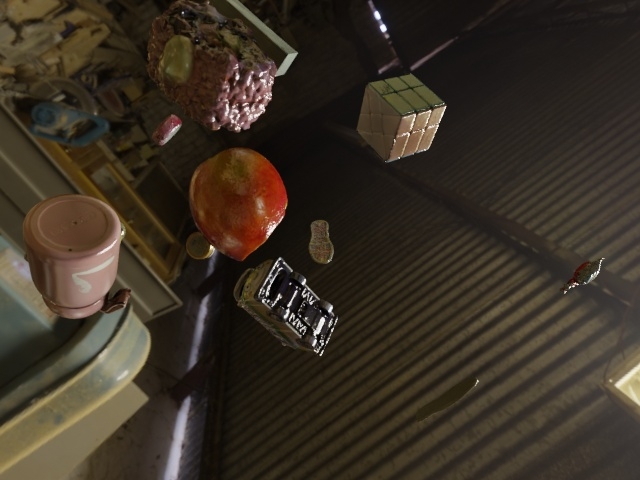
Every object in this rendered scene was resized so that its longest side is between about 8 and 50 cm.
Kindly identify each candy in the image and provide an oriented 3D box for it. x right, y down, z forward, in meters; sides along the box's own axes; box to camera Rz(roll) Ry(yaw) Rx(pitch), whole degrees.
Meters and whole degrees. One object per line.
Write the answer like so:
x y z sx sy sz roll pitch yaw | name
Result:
-0.468 -0.337 1.367 0.103 0.043 0.103 -45 -163 18 | candy

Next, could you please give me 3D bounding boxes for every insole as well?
0.000 0.000 1.216 0.065 0.006 0.193 -5 -142 1 | insole
0.320 0.406 1.141 0.192 0.010 0.063 -41 -177 18 | insole

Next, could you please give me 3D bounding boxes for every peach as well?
-0.289 -0.134 1.578 0.306 0.380 0.242 -27 180 -39 | peach

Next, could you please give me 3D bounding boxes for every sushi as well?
-0.223 -0.357 0.921 0.237 0.270 0.170 -20 153 -48 | sushi

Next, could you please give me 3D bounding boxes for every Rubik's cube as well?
0.300 -0.472 1.722 0.225 0.221 0.231 -21 -122 -24 | Rubik's cube

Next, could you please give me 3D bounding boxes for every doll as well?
0.576 0.077 0.982 0.114 0.057 0.039 -57 -148 40 | doll

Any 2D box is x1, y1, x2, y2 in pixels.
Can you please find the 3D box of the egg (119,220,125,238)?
-0.745 -0.039 1.583 0.085 0.110 0.085 -59 177 -4 | egg

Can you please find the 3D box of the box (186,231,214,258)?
-0.442 0.018 1.650 0.106 0.105 0.037 -28 173 15 | box

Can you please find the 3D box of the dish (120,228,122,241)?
-0.713 0.014 1.309 0.262 0.221 0.108 -43 -157 37 | dish

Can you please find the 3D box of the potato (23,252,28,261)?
-0.740 0.053 1.182 0.047 0.092 0.045 20 -118 14 | potato

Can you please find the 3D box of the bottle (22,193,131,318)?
-0.520 0.059 0.981 0.296 0.207 0.173 122 -21 -44 | bottle

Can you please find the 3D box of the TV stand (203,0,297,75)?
-0.200 -0.579 1.249 0.083 0.269 0.088 -46 -176 30 | TV stand

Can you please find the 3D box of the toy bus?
-0.108 0.191 1.299 0.179 0.305 0.143 -3 -132 42 | toy bus
